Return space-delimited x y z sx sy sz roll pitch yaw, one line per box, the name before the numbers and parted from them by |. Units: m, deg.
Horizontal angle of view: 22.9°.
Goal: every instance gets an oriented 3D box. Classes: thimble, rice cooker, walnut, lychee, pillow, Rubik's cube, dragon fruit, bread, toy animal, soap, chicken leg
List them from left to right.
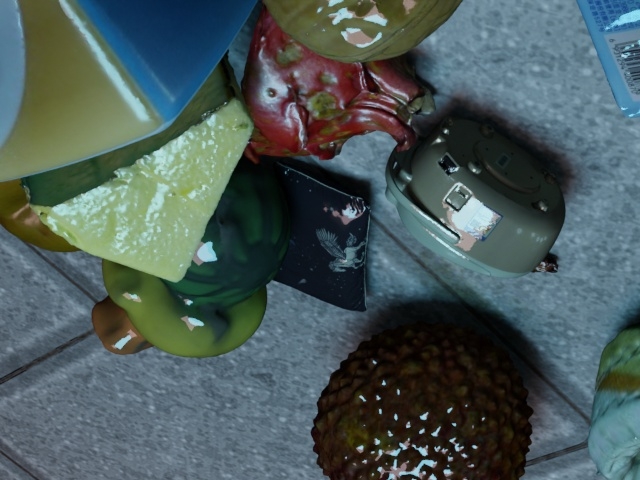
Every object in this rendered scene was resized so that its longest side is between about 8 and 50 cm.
Rubik's cube | -0.288 -0.294 1.538 0.347 0.352 0.352 -10 132 35
bread | -0.203 -0.139 1.680 0.198 0.263 0.236 20 117 -31
toy animal | -0.144 0.037 1.915 0.191 0.216 0.338 61 145 22
pillow | 0.000 0.000 1.942 0.141 0.055 0.208 21 140 14
dragon fruit | 0.017 -0.159 1.704 0.211 0.134 0.262 12 138 7
walnut | 0.044 -0.280 1.506 0.228 0.228 0.228 14 139 12
lychee | 0.130 0.243 1.982 0.275 0.276 0.304 27 113 -3
rice cooker | 0.172 -0.049 1.739 0.206 0.145 0.127 35 127 -8
chicken leg | 0.243 0.027 1.879 0.083 0.021 0.036 11 148 22
soap | 0.327 -0.230 1.514 0.156 0.077 0.293 -5 133 29
thimble | 0.447 0.208 1.839 0.254 0.167 0.288 26 148 -16

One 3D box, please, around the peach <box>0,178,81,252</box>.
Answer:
peach | -0.318 -0.094 1.929 0.251 0.153 0.251 11 143 9
